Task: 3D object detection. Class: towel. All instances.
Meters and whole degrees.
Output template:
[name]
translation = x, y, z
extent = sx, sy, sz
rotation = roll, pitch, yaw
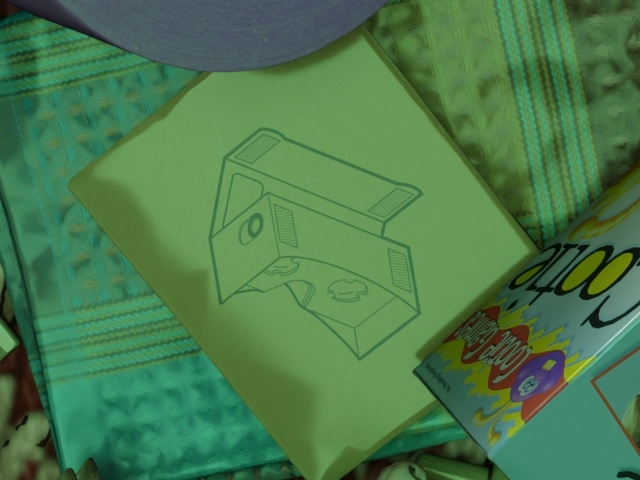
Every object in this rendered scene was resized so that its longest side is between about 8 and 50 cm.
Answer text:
[towel]
translation = 0.010, -0.019, 0.734
extent = 0.370, 0.040, 0.272
rotation = -13, 96, 8

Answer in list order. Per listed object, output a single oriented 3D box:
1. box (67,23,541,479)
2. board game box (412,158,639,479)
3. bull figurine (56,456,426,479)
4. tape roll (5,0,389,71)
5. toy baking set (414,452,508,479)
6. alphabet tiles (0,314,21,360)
[box]
translation = 0.000, 0.000, 0.709
extent = 0.164, 0.021, 0.201
rotation = -38, 93, 8
[board game box]
translation = 0.198, 0.028, 0.630
extent = 0.275, 0.142, 0.144
rotation = -43, 103, -1
[bull figurine]
translation = -0.073, 0.206, 0.715
extent = 0.188, 0.101, 0.310
rotation = 37, 113, 3
[tape roll]
translation = -0.047, -0.212, 0.585
extent = 0.090, 0.274, 0.275
rotation = 26, 102, 44
[toy baking set]
translation = 0.133, 0.215, 0.753
extent = 0.256, 0.030, 0.197
rotation = 8, 100, 7
[alphabet tiles]
translation = -0.314, 0.054, 0.796
extent = 0.237, 0.009, 0.198
rotation = -40, 91, 9
